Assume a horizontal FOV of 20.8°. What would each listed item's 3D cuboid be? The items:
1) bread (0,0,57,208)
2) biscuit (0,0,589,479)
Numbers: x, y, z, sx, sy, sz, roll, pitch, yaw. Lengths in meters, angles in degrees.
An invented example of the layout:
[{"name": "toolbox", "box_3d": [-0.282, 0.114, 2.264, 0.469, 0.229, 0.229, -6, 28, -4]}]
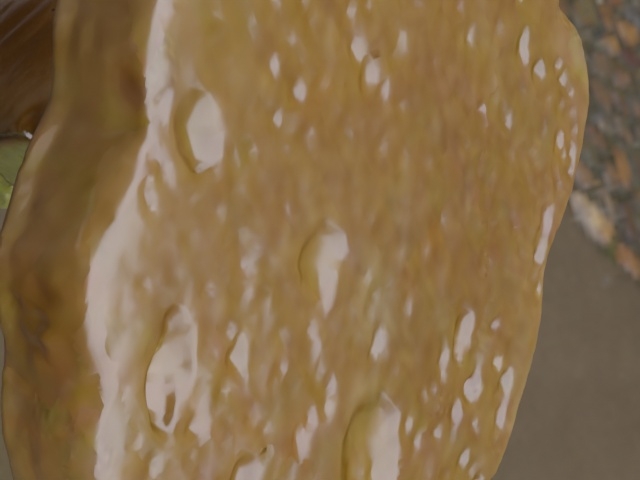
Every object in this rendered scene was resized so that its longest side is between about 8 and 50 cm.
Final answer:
[{"name": "bread", "box_3d": [-0.207, -0.078, 1.044, 0.077, 0.361, 0.138, 48, 57, -30]}, {"name": "biscuit", "box_3d": [0.000, 0.000, 0.661, 0.312, 0.057, 0.351, 22, 79, -54]}]
